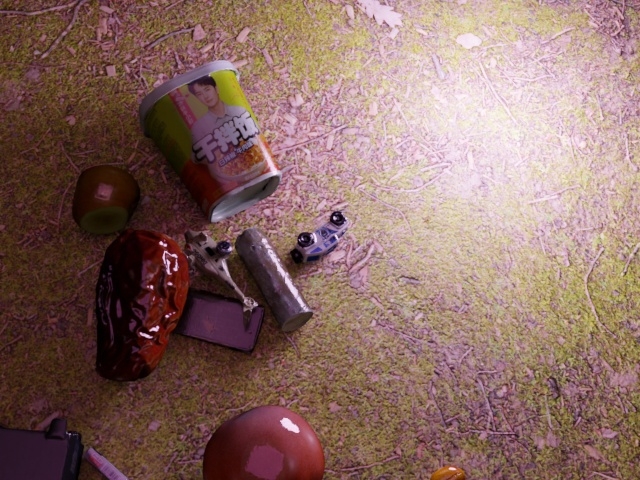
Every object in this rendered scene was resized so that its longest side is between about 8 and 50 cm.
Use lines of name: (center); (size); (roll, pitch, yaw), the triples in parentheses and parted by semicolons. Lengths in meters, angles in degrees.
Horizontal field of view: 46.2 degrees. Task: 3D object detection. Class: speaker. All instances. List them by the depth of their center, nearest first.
speaker: (-0.626, 0.493, 1.521); (0.232, 0.184, 0.253); (7, 64, -6)

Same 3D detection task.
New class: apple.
apple: (-0.512, -0.099, 1.797); (0.147, 0.146, 0.163); (13, 65, -8)

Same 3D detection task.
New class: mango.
mango: (0.286, 0.547, 1.706); (0.089, 0.046, 0.060); (-23, 74, -12)

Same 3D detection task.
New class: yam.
yam: (-0.116, 0.091, 1.807); (0.093, 0.093, 0.259); (-27, 73, -17)

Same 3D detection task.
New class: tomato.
tomato: (-0.121, 0.466, 1.572); (0.256, 0.256, 0.224); (-25, 89, -17)

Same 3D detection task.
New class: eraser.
eraser: (-0.456, 0.494, 1.615); (0.122, 0.052, 0.029); (39, 70, 7)

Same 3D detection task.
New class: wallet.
wallet: (-0.255, 0.185, 1.781); (0.232, 0.031, 0.121); (15, 70, 1)

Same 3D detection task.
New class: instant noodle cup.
instant noodle cup: (-0.255, -0.229, 1.836); (0.294, 0.294, 0.307); (-28, 82, -18)

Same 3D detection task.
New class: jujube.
jujube: (-0.410, 0.149, 1.686); (0.216, 0.216, 0.342); (12, 74, -3)

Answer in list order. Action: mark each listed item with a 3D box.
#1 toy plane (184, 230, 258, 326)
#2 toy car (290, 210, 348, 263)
toy plane: (-0.239, 0.076, 1.772); (0.108, 0.092, 0.286); (-27, 62, -40)
toy car: (0.000, 0.000, 1.865); (0.171, 0.080, 0.070); (-34, 77, -19)
